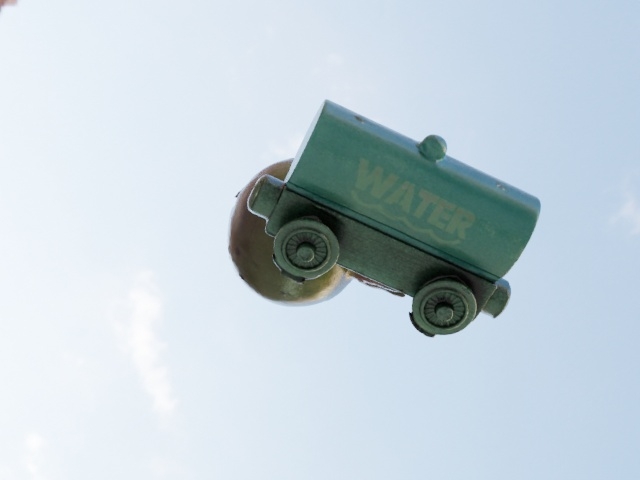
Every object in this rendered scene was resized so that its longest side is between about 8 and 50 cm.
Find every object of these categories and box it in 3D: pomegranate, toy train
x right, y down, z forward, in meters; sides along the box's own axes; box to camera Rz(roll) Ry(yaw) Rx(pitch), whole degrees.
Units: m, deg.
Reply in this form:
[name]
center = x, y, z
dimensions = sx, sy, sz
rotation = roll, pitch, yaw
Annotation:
[pomegranate]
center = 0.000, 0.000, 0.989
dimensions = 0.205, 0.159, 0.159
rotation = 23, -67, 18
[toy train]
center = 0.067, -0.022, 0.847
dimensions = 0.248, 0.101, 0.159
rotation = 23, -64, -7
